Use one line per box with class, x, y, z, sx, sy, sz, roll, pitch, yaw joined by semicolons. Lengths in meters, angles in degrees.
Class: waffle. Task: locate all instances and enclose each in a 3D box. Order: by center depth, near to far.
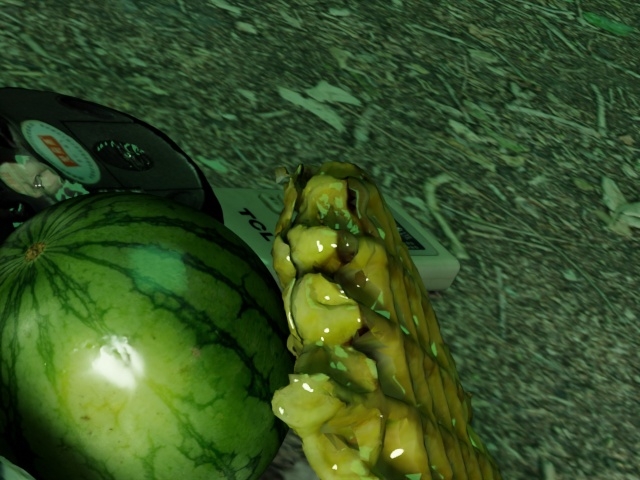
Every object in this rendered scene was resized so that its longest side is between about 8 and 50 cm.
waffle;0.037;0.089;0.765;0.245;0.052;0.254;-85;154;-65

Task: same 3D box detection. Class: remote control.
remote control;0.000;0.000;1.087;0.190;0.029;0.087;1;35;-46

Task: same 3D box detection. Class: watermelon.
watermelon;-0.072;0.067;0.761;0.187;0.140;0.141;60;6;-32

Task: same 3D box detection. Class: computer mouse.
computer mouse;-0.157;-0.008;0.853;0.233;0.096;0.137;-2;32;-42

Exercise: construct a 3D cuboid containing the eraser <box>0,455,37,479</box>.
eraser;-0.115;0.168;0.502;0.130;0.086;0.287;43;13;-33
